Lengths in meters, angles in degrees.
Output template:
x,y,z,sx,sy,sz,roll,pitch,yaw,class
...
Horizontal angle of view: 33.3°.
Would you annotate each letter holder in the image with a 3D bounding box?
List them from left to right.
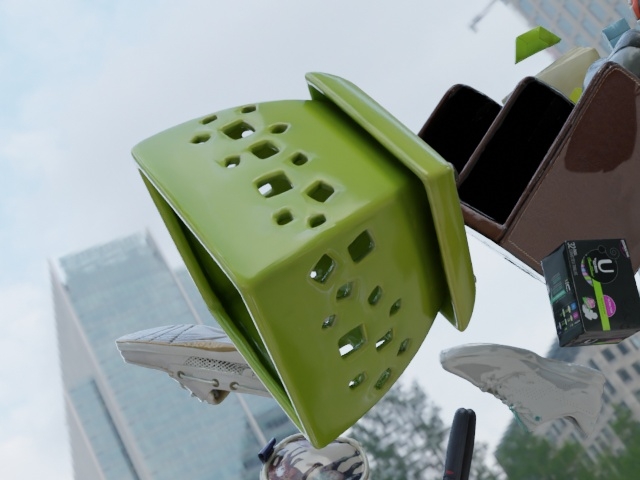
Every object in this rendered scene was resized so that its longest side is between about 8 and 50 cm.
x,y,z,sx,sy,sz,roll,pitch,yaw,class
0.251,-0.074,1.136,0.302,0.152,0.214,28,-85,-52,letter holder

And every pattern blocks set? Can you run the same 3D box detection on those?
x,y,z,sx,sy,sz,roll,pitch,yaw,class
0.416,-0.229,1.818,0.324,0.286,0.026,-20,-5,-1,pattern blocks set

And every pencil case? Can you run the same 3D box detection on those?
x,y,z,sx,sy,sz,roll,pitch,yaw,class
-0.033,0.487,1.684,0.183,0.160,0.410,-17,-47,-29,pencil case

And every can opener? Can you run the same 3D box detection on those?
x,y,z,sx,sy,sz,roll,pitch,yaw,class
0.186,0.324,1.489,0.059,0.073,0.186,9,-88,-66,can opener

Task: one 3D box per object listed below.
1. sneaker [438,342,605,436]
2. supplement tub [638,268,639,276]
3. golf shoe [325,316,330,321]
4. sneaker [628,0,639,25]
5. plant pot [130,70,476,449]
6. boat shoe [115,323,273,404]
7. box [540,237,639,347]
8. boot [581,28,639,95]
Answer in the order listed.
x,y,z,sx,sy,sz,roll,pitch,yaw,class
0.244,0.185,1.308,0.212,0.094,0.080,14,-17,-5,sneaker
0.563,-0.048,1.378,0.193,0.193,0.316,-3,-53,-41,supplement tub
0.013,0.085,1.510,0.176,0.069,0.086,-13,1,18,golf shoe
0.382,-0.288,1.203,0.061,0.158,0.065,-23,-8,-39,sneaker
0.000,0.000,0.927,0.207,0.228,0.227,-31,-45,-12,plant pot
-0.142,0.165,1.364,0.098,0.277,0.096,-23,-68,-59,boat shoe
0.238,0.046,0.937,0.062,0.083,0.052,-3,-21,-16,box
0.386,-0.174,1.477,0.161,0.083,0.246,-61,-8,-13,boot
